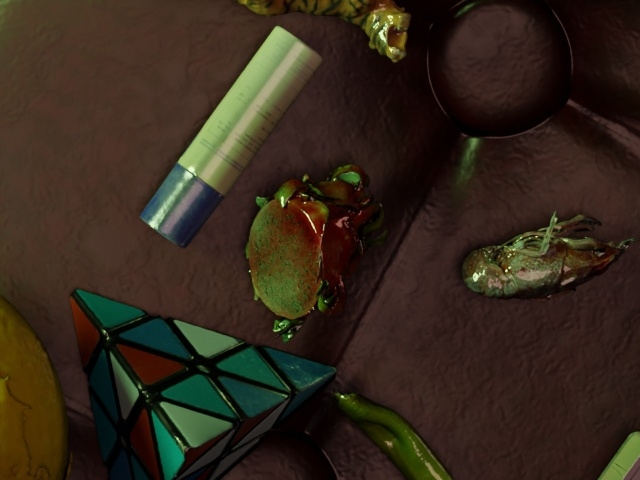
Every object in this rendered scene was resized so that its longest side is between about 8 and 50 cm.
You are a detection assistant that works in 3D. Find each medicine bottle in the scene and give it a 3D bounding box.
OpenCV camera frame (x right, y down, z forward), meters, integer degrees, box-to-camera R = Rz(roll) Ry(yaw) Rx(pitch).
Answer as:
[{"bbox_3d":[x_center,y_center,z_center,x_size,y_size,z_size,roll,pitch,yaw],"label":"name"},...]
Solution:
[{"bbox_3d":[-0.087,-0.100,1.943,0.059,0.059,0.231,37,90,-9],"label":"medicine bottle"}]

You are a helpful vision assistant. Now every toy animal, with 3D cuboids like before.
[{"bbox_3d":[-0.037,-0.249,1.924,0.255,0.114,0.116,2,135,-7],"label":"toy animal"}]

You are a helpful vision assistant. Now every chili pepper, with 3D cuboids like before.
[{"bbox_3d":[0.087,0.216,2.002,0.201,0.052,0.050,48,59,-8],"label":"chili pepper"}]

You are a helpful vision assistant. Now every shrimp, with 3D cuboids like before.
[{"bbox_3d":[0.235,0.018,1.996,0.190,0.075,0.073,-15,66,1],"label":"shrimp"}]

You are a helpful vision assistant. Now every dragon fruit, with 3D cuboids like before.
[{"bbox_3d":[0.000,0.000,1.936,0.175,0.142,0.138,-36,64,-23],"label":"dragon fruit"}]

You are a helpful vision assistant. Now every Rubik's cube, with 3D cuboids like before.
[{"bbox_3d":[-0.181,0.202,1.957,0.250,0.284,0.234,29,115,15],"label":"Rubik's cube"}]

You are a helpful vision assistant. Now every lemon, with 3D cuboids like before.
[{"bbox_3d":[-0.367,0.172,1.821,0.297,0.297,0.297,-1,96,-7],"label":"lemon"}]

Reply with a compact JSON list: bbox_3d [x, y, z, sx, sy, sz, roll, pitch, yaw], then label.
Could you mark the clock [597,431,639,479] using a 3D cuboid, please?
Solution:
[{"bbox_3d":[0.328,0.309,2.033,0.147,0.071,0.192,35,91,-10],"label":"clock"}]
